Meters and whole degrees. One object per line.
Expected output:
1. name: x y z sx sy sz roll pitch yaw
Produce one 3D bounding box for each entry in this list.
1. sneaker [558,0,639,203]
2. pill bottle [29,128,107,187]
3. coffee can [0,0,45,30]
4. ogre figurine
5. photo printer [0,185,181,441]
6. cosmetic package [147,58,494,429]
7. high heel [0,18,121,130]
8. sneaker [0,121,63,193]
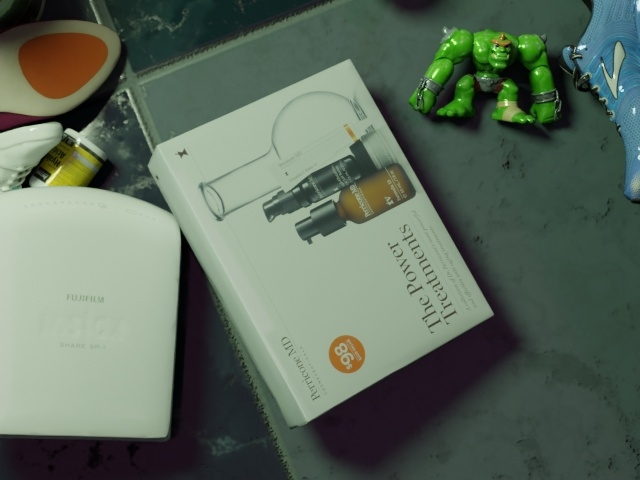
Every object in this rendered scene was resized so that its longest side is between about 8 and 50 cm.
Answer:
1. sneaker: 0.390 -0.207 1.502 0.147 0.130 0.330 -6 80 11
2. pill bottle: -0.331 -0.080 1.468 0.065 0.065 0.116 34 83 2
3. coffee can: -0.458 -0.350 1.390 0.201 0.275 0.202 0 83 -2
4. ogre figurine: 0.220 -0.217 1.500 0.197 0.097 0.118 7 101 13
5. photo printer: -0.297 0.088 1.398 0.256 0.107 0.308 7 82 -23
6. cosmetic package: 0.000 0.000 1.426 0.284 0.097 0.377 -28 85 -19
7. high heel: -0.446 -0.191 1.478 0.377 0.181 0.127 -25 104 -27
8. sneaker: -0.396 -0.083 1.438 0.212 0.080 0.094 -19 91 29
